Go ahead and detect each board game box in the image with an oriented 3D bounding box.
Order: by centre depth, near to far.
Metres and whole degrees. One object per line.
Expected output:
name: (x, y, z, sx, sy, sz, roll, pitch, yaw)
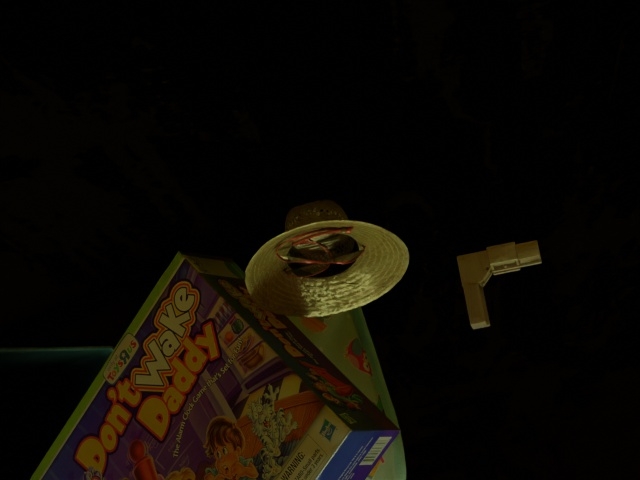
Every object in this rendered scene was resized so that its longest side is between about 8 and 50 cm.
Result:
board game box: (-0.121, 0.218, 1.223, 0.078, 0.233, 0.347, 11, 117, -55)

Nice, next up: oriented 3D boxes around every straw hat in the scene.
straw hat: (0.000, 0.000, 1.168, 0.144, 0.061, 0.144, -10, 147, -6)

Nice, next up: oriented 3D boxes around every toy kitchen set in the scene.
toy kitchen set: (0.191, 0.048, 1.472, 0.083, 0.075, 0.068, -12, 166, 9)

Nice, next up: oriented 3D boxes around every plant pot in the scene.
plant pot: (-0.335, 0.210, 1.451, 0.234, 0.166, 0.165, -17, 166, 40)

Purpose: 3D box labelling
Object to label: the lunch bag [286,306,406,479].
lunch bag: (-0.046, 0.189, 1.418, 0.223, 0.262, 0.160, -8, 163, -24)
